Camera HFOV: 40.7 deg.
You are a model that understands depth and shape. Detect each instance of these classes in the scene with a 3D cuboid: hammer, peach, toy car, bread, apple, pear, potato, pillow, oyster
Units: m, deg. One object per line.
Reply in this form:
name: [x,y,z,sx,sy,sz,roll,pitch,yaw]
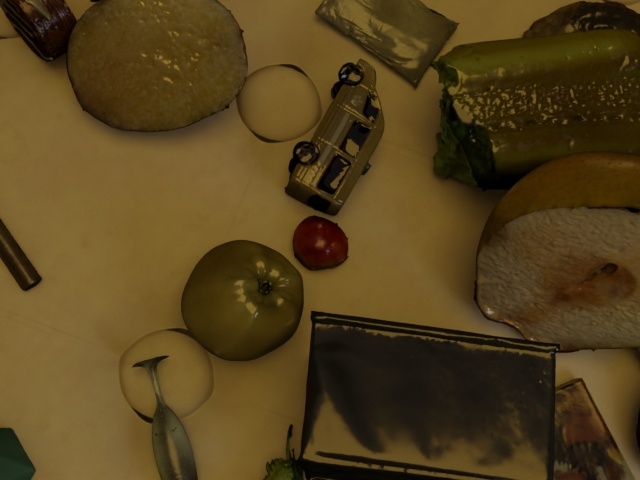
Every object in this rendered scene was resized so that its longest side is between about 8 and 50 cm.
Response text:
hammer: [-0.558,-0.076,1.385,0.111,0.043,0.365,-34,83,-15]
peach: [0.000,0.001,1.405,0.098,0.061,0.098,0,80,0]
toy car: [0.040,-0.171,1.437,0.124,0.101,0.257,30,75,-2]
bread: [-0.464,-0.371,1.411,0.073,0.160,0.160,-41,82,-15]
bread: [0.368,-0.207,1.422,0.376,0.208,0.251,-8,88,-7]
apple: [-0.114,0.091,1.311,0.199,0.200,0.200,1,75,-5]
pear: [0.415,0.000,1.296,0.340,0.386,0.191,32,55,-15]
potato: [-0.260,-0.306,1.418,0.298,0.116,0.239,-13,108,7]
pillow: [0.119,-0.393,1.534,0.229,0.050,0.148,36,81,5]
oyster: [0.541,-0.343,1.528,0.341,0.110,0.166,29,68,16]

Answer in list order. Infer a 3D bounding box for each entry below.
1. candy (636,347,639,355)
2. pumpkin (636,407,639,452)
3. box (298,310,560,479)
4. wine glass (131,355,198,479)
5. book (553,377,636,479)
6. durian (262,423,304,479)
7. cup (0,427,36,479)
candy: [0.548,0.093,1.420,0.187,0.081,0.297,-40,80,6]
pumpkin: [0.603,0.279,1.344,0.218,0.162,0.219,0,104,1]
box: [0.143,0.250,1.230,0.344,0.251,0.205,6,68,3]
wine glass: [-0.234,0.277,1.309,0.066,0.066,0.198,-15,79,-10]
book: [0.374,0.465,1.328,0.299,0.039,0.428,-23,77,-11]
durian: [-0.105,0.447,1.250,0.106,0.132,0.375,23,77,-25]
cup: [-0.485,0.320,1.180,0.148,0.236,0.134,-5,77,-9]
